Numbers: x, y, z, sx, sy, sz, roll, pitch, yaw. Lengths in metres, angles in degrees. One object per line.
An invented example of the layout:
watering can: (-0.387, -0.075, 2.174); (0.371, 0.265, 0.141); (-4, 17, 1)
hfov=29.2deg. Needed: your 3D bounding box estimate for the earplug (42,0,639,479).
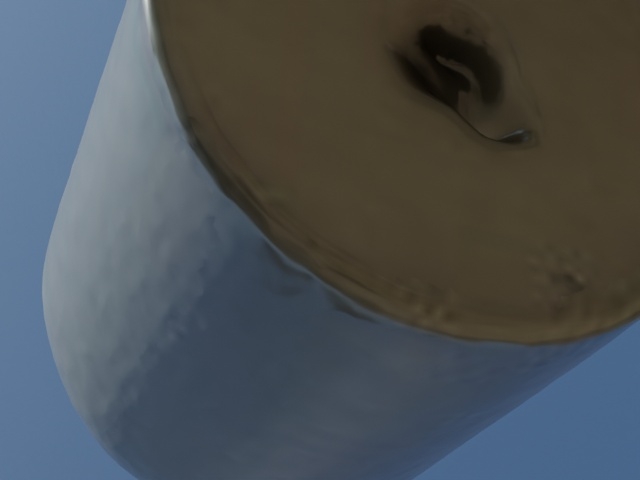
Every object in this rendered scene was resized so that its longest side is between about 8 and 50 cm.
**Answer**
earplug: (0.000, 0.000, 0.742); (0.312, 0.394, 0.313); (11, -124, -18)
